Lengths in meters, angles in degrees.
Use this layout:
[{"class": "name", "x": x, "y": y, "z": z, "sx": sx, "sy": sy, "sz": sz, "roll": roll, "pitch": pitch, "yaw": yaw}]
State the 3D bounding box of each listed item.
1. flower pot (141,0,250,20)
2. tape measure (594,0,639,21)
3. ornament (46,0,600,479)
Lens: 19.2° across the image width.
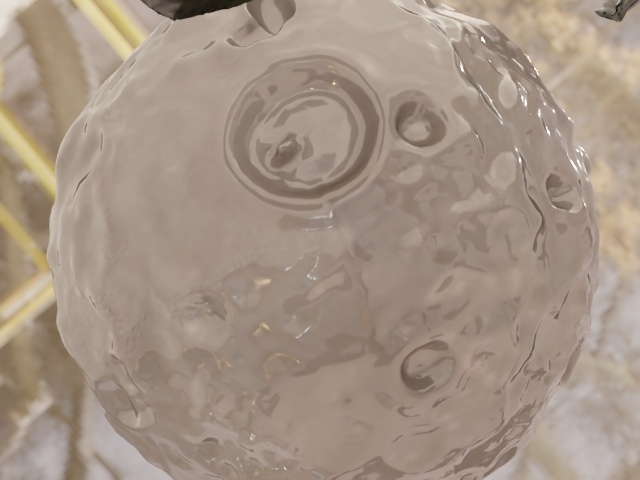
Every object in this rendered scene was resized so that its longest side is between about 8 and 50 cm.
[{"class": "flower pot", "x": -0.044, "y": -0.168, "z": 0.820, "sx": 0.157, "sy": 0.107, "sz": 0.157, "roll": -24, "pitch": 169, "yaw": -5}, {"class": "tape measure", "x": 0.252, "y": -0.150, "z": 0.748, "sx": 0.115, "sy": 0.235, "sz": 0.207, "roll": -69, "pitch": 175, "yaw": -51}, {"class": "ornament", "x": 0.000, "y": 0.000, "z": 1.129, "sx": 0.337, "sy": 0.337, "sz": 0.337, "roll": -40, "pitch": -174, "yaw": 5}]
